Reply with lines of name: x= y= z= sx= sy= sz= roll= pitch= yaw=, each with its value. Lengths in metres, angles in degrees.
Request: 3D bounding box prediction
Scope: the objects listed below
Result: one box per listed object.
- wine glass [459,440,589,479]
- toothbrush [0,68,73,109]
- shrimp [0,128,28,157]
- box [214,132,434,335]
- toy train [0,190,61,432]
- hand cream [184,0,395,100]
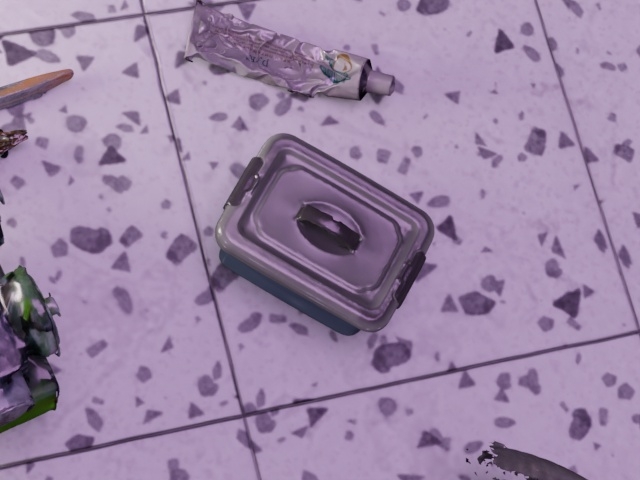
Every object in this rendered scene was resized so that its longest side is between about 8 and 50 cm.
wine glass: x=0.295 y=0.350 z=1.814 sx=0.357 sy=0.190 sz=0.190 roll=20 pitch=68 yaw=-5
toothbrush: x=-0.452 y=-0.130 z=1.880 sx=0.375 sy=0.028 sz=0.037 roll=-20 pitch=70 yaw=-18
shrimp: x=-0.410 y=-0.085 z=1.852 sx=0.190 sy=0.101 sz=0.042 roll=-24 pitch=123 yaw=-28
box: x=0.000 y=0.000 z=1.891 sx=0.227 sy=0.130 sz=0.162 roll=30 pitch=68 yaw=-1
toy train: x=-0.381 y=0.062 z=1.713 sx=0.173 sy=0.249 sz=0.307 roll=-25 pitch=77 yaw=-18
hand cream: x=-0.035 y=-0.217 z=2.000 sx=0.257 sy=0.050 sz=0.084 roll=14 pitch=67 yaw=-2
